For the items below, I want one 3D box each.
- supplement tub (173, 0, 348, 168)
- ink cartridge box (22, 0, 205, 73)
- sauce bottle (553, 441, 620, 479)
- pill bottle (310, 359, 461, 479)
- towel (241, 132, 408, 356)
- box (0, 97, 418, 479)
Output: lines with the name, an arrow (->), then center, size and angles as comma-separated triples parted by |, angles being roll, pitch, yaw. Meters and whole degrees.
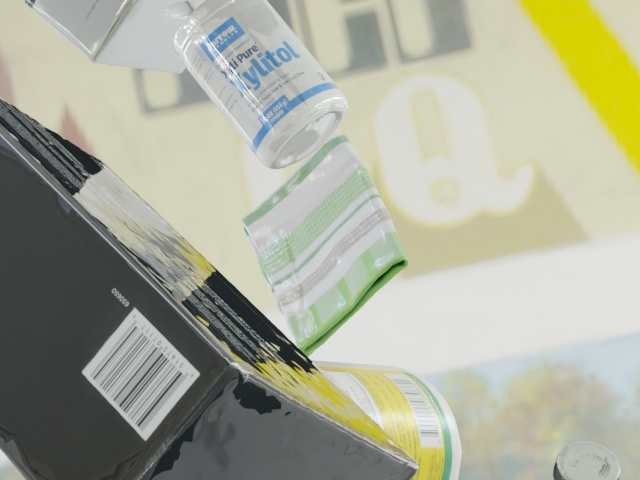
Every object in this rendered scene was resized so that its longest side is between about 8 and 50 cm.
supplement tub -> -0.039, -0.106, 1.265 | 0.071, 0.107, 0.071 | -37, -14, -11
ink cartridge box -> -0.199, -0.235, 1.635 | 0.087, 0.208, 0.153 | -55, -21, 16
sauce bottle -> 0.102, 0.135, 0.807 | 0.042, 0.042, 0.128 | -8, -44, -16
pill bottle -> -0.015, 0.131, 1.195 | 0.117, 0.118, 0.208 | -22, -18, 33
towel -> 0.000, 0.000, 1.427 | 0.023, 0.152, 0.113 | 31, -68, -37
box -> -0.103, 0.039, 0.895 | 0.103, 0.261, 0.184 | -51, -33, 5
